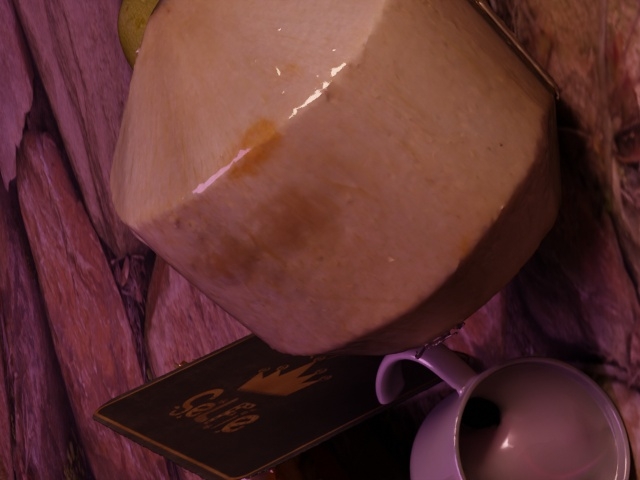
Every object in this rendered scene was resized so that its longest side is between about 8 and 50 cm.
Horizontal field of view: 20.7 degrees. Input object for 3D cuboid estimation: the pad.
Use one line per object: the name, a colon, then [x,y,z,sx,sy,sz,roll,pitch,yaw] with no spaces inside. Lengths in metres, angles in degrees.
pad: [-0.083,0.118,1.519,0.375,0.315,0.063,7,120,64]

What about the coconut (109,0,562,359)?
coconut: [0.005,-0.081,1.231,0.323,0.323,0.323,169,90,-67]

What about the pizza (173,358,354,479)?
pizza: [-0.042,0.232,1.686,0.440,0.130,0.406,77,168,-47]

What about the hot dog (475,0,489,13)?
hot dog: [0.092,-0.216,1.340,0.044,0.028,0.137,-44,58,33]

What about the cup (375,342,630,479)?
cup: [0.115,0.159,1.271,0.142,0.173,0.134,137,148,-65]

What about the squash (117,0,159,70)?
squash: [-0.124,-0.194,1.728,0.247,0.132,0.132,-126,33,-47]
